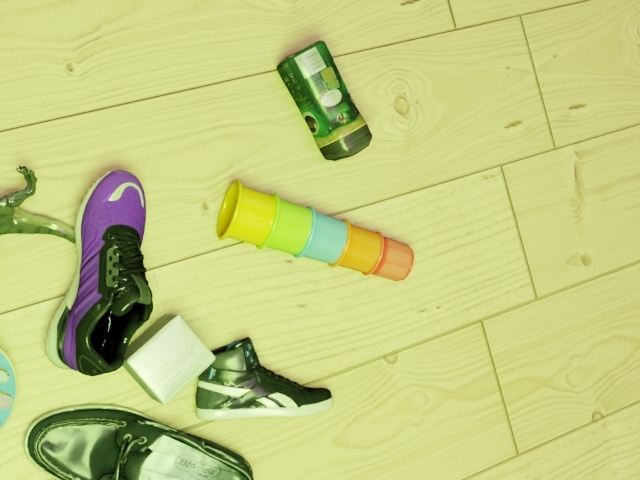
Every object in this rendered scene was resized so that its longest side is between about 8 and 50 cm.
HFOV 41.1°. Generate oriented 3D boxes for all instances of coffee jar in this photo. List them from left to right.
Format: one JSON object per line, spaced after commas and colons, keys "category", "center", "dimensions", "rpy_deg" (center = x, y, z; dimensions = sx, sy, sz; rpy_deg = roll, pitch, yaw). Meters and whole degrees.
{"category": "coffee jar", "center": [0.009, -0.216, 1.349], "dimensions": [0.079, 0.096, 0.184], "rpy_deg": [-30, 99, -17]}

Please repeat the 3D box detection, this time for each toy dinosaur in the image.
{"category": "toy dinosaur", "center": [-0.450, -0.050, 1.185], "dimensions": [0.268, 0.064, 0.118], "rpy_deg": [5, 103, -22]}

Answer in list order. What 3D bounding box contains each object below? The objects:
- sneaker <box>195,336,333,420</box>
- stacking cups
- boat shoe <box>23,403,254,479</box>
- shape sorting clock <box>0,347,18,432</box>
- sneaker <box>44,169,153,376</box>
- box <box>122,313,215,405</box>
{"category": "sneaker", "center": [-0.082, 0.207, 1.301], "dimensions": [0.216, 0.079, 0.121], "rpy_deg": [-1, 89, -19]}
{"category": "stacking cups", "center": [0.000, 0.000, 1.336], "dimensions": [0.316, 0.096, 0.096], "rpy_deg": [19, 81, -19]}
{"category": "boat shoe", "center": [-0.247, 0.321, 1.215], "dimensions": [0.340, 0.113, 0.127], "rpy_deg": [24, 80, -18]}
{"category": "shape sorting clock", "center": [-0.504, 0.214, 1.127], "dimensions": [0.206, 0.040, 0.206], "rpy_deg": [-12, 114, -29]}
{"category": "sneaker", "center": [-0.278, 0.050, 1.187], "dimensions": [0.102, 0.146, 0.293], "rpy_deg": [16, 85, -46]}
{"category": "box", "center": [-0.225, 0.170, 1.237], "dimensions": [0.102, 0.101, 0.087], "rpy_deg": [-43, 102, -19]}
